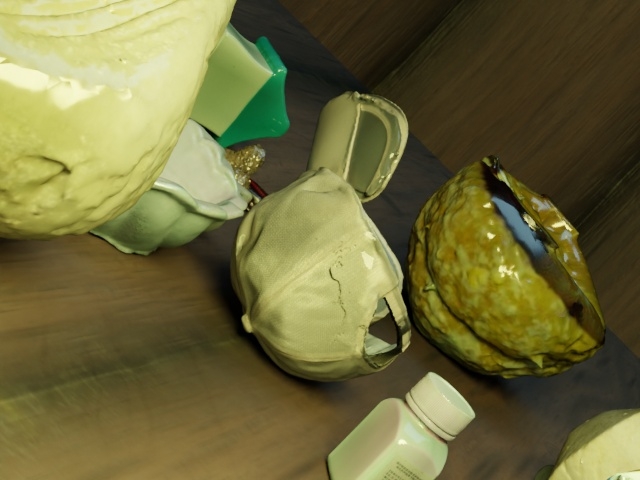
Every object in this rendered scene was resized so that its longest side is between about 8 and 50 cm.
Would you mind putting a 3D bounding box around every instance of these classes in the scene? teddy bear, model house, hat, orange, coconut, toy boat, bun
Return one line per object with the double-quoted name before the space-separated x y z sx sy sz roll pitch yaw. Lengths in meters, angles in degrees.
"teddy bear" -0.141 -0.083 1.692 0.160 0.078 0.119 27 34 0
"model house" -0.105 -0.184 2.038 0.149 0.127 0.100 34 15 -30
"hat" 0.003 -0.006 1.525 0.232 0.161 0.275 95 -1 -53
"orange" 0.218 0.053 2.090 0.271 0.210 0.369 52 10 6
"coconut" 0.327 0.263 1.735 0.202 0.202 0.222 31 18 -48
"toy boat" -0.158 -0.061 1.458 0.199 0.100 0.290 48 12 17
"bun" -0.228 -0.150 1.174 0.349 0.227 0.352 -13 60 -50

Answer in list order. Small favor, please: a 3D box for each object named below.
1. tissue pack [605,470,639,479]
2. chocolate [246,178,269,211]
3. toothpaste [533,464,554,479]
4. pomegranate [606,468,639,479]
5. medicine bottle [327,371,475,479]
"tissue pack" 0.120 0.250 0.848 0.146 0.263 0.198 48 12 21
"chocolate" -0.056 -0.033 1.908 0.182 0.028 0.086 44 8 9
"toothpaste" 0.318 0.317 1.912 0.239 0.039 0.062 38 16 -35
"pomegranate" 0.245 0.272 1.065 0.319 0.319 0.319 42 11 -10
"medicine bottle" 0.064 0.163 1.363 0.055 0.118 0.074 39 11 -19
